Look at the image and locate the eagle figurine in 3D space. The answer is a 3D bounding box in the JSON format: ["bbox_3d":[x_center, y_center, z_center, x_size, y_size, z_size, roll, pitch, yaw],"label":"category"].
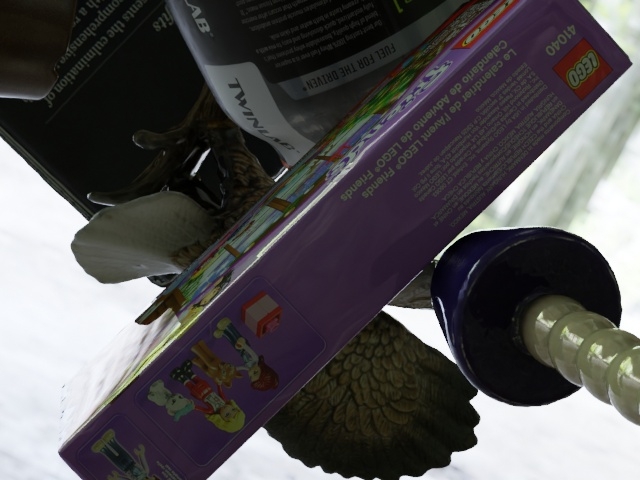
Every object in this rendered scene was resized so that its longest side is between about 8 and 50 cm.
[{"bbox_3d":[0.001,0.020,1.328,0.298,0.225,0.226,45,2,12],"label":"eagle figurine"}]

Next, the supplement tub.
[{"bbox_3d":[-0.013,-0.195,1.149,0.316,0.193,0.193,63,-5,-21],"label":"supplement tub"}]

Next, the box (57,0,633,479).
[{"bbox_3d":[0.000,0.000,0.911,0.057,0.293,0.201,46,-3,-8],"label":"box"}]

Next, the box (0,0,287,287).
[{"bbox_3d":[-0.184,-0.261,1.762,0.472,0.297,0.480,45,11,-7],"label":"box"}]

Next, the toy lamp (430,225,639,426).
[{"bbox_3d":[0.113,0.048,0.729,0.080,0.080,0.274,23,3,-23],"label":"toy lamp"}]

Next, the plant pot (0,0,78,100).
[{"bbox_3d":[-0.262,-0.169,1.340,0.165,0.167,0.167,9,16,-23],"label":"plant pot"}]
